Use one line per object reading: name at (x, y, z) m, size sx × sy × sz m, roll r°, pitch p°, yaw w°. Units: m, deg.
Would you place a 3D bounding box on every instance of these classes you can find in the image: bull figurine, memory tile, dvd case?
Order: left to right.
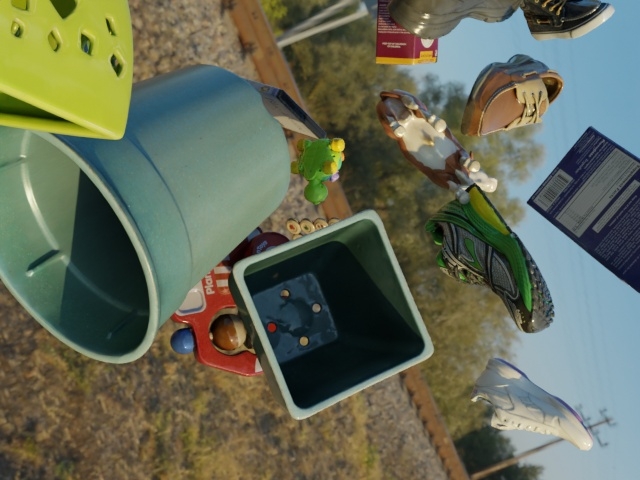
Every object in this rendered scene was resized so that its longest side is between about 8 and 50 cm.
dvd case at (-0.125, -0.283, 1.570) m, size 0.253 × 0.022 × 0.180 m, roll 23°, pitch -8°, yaw 36°
memory tile at (0.000, 0.000, 1.622) m, size 0.012 × 0.148 × 0.113 m, roll -52°, pitch 130°, yaw -42°
bull figurine at (0.227, -0.169, 1.469) m, size 0.310 × 0.101 × 0.188 m, roll 38°, pitch 9°, yaw -17°

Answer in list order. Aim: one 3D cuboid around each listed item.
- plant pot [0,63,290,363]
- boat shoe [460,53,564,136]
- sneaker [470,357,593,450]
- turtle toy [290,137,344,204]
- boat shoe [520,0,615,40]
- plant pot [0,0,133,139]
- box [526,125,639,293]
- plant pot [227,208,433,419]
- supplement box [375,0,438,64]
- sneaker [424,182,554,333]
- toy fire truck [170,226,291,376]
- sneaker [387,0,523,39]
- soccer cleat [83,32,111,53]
plant pot at (-0.235, -0.068, 1.040) m, size 0.334 × 0.341 × 0.341 m, roll -40°, pitch 114°, yaw -44°
boat shoe at (0.376, -0.277, 1.459) m, size 0.324 × 0.120 × 0.122 m, roll -39°, pitch 144°, yaw -45°
sneaker at (0.502, 0.419, 1.836) m, size 0.305 × 0.152 × 0.114 m, roll 35°, pitch -7°, yaw 29°
turtle toy at (-0.002, -0.130, 1.400) m, size 0.066 × 0.095 × 0.130 m, roll 48°, pitch 52°, yaw -53°
boat shoe at (0.382, -0.371, 1.222) m, size 0.083 × 0.065 × 0.183 m, roll 50°, pitch -11°, yaw -19°
plant pot at (-0.309, -0.230, 0.702) m, size 0.228 × 0.227 × 0.207 m, roll 20°, pitch 82°, yaw -61°
box at (0.387, -0.039, 0.991) m, size 0.036 × 0.136 × 0.225 m, roll 25°, pitch 19°, yaw -41°
plant pot at (-0.013, 0.121, 1.252) m, size 0.247 × 0.248 × 0.252 m, roll 68°, pitch -19°, yaw 0°
supplement box at (0.161, -0.416, 1.384) m, size 0.104 × 0.081 × 0.188 m, roll -23°, pitch 119°, yaw -54°
sneaker at (0.301, 0.049, 1.372) m, size 0.134 × 0.146 × 0.343 m, roll 49°, pitch 11°, yaw -38°
toy fire truck at (-0.179, 0.117, 1.488) m, size 0.169 × 0.254 × 0.302 m, roll -18°, pitch -98°, yaw 65°
sneaker at (0.227, -0.383, 1.101) m, size 0.109 × 0.286 × 0.130 m, roll 46°, pitch -37°, yaw 16°
soccer cleat at (-0.536, -0.383, 1.754) m, size 0.093 × 0.121 × 0.289 m, roll 39°, pitch 66°, yaw -32°
